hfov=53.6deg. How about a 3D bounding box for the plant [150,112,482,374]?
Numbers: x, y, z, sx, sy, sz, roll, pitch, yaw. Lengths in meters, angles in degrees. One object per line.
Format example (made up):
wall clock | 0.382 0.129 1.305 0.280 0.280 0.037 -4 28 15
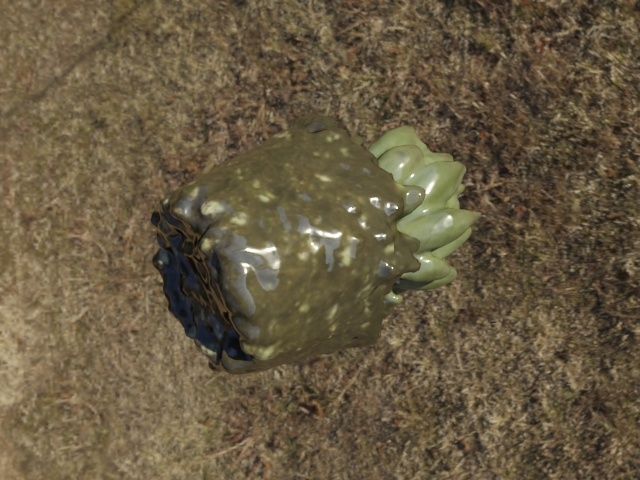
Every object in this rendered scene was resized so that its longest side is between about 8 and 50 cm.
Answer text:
plant | 0.000 0.000 0.409 0.129 0.195 0.132 52 145 29
